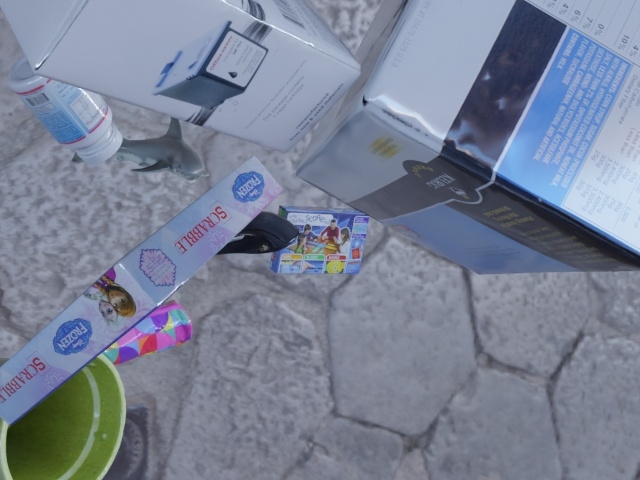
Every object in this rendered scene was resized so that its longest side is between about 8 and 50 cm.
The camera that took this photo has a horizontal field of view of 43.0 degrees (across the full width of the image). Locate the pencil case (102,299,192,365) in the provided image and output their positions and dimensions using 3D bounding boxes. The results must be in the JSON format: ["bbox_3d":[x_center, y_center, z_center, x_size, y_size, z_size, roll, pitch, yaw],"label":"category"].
[{"bbox_3d":[-0.381,0.192,1.651,0.236,0.104,0.104,-16,99,-33],"label":"pencil case"}]

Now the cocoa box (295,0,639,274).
[{"bbox_3d":[0.145,-0.118,0.678,0.228,0.347,0.231,28,84,-6],"label":"cocoa box"}]

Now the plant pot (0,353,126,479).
[{"bbox_3d":[-0.535,0.311,1.441,0.276,0.254,0.276,-11,103,-59],"label":"plant pot"}]

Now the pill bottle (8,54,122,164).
[{"bbox_3d":[-0.341,-0.181,1.105,0.087,0.087,0.160,-55,138,-23],"label":"pill bottle"}]

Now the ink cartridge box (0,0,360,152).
[{"bbox_3d":[-0.085,-0.140,0.463,0.190,0.082,0.139,9,41,-52],"label":"ink cartridge box"}]

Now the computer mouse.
[{"bbox_3d":[-0.181,0.000,1.474,0.184,0.262,0.060,-48,130,-51],"label":"computer mouse"}]

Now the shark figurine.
[{"bbox_3d":[-0.300,-0.176,1.437,0.166,0.278,0.116,-20,122,-68],"label":"shark figurine"}]

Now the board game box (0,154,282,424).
[{"bbox_3d":[-0.228,0.055,1.010,0.066,0.318,0.318,50,34,-6],"label":"board game box"}]

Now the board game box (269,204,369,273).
[{"bbox_3d":[0.000,0.000,1.679,0.201,0.035,0.136,2,105,-30],"label":"board game box"}]
